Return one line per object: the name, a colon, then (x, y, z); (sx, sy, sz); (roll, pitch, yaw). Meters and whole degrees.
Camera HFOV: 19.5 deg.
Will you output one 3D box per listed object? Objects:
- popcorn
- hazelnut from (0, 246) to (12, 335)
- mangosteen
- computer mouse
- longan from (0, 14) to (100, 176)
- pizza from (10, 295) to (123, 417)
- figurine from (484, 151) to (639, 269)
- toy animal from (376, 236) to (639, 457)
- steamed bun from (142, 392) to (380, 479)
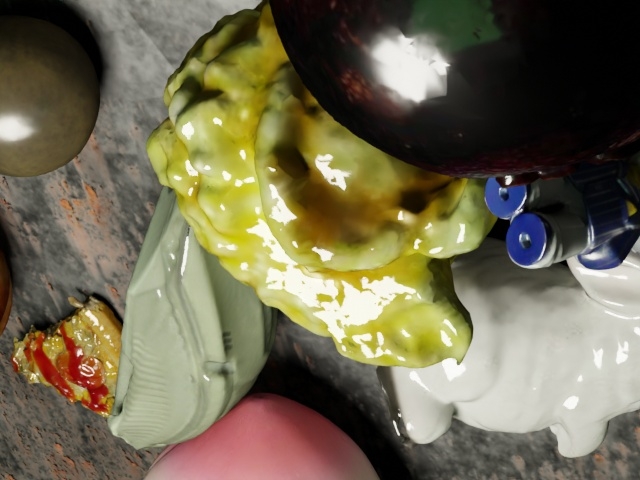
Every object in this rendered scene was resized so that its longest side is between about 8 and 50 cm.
popcorn: (0.022, -0.068, 1.624); (0.335, 0.279, 0.274); (31, 132, -10)
hazelnut: (-0.463, 0.050, 2.108); (0.217, 0.217, 0.251); (44, 160, -9)
mangosteen: (0.132, -0.259, 1.339); (0.382, 0.382, 0.435); (-7, 106, 37)
computer mouse: (-0.112, 0.061, 1.873); (0.145, 0.228, 0.429); (19, 137, 4)
longan: (-0.311, -0.145, 1.868); (0.187, 0.167, 0.167); (18, 138, 50)
pizza: (-0.296, 0.147, 2.179); (0.199, 0.062, 0.188); (-2, 123, 35)
figurine: (0.257, -0.029, 1.522); (0.194, 0.274, 0.133); (47, 139, 4)
toy animal: (0.235, 0.072, 1.704); (0.357, 0.194, 0.258); (-15, 101, 24)
steamed bun: (-0.066, 0.293, 2.007); (0.309, 0.309, 0.309); (18, 134, 19)
